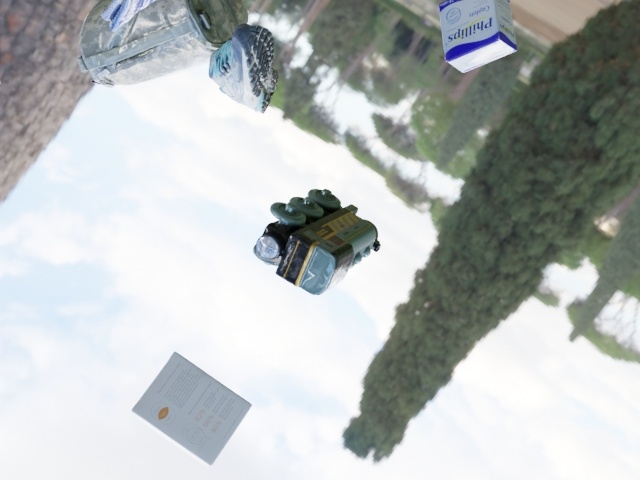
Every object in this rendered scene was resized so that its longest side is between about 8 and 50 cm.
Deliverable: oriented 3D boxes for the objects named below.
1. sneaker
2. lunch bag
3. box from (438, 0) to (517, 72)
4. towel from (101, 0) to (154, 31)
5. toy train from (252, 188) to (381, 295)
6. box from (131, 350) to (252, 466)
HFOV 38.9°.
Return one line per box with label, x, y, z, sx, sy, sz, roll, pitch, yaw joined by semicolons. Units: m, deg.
sneaker;-0.156;-0.318;1.682;0.122;0.110;0.283;18;166;4
lunch bag;-0.333;-0.447;1.884;0.213;0.305;0.256;65;-155;-24
box;0.314;-0.428;1.814;0.072;0.126;0.137;16;-117;-49
towel;-0.134;-0.416;1.245;0.040;0.243;0.336;52;-129;-10
toy train;0.000;0.000;1.843;0.190;0.142;0.334;32;-157;15
box;-0.229;0.301;1.606;0.170;0.130;0.091;35;161;0
